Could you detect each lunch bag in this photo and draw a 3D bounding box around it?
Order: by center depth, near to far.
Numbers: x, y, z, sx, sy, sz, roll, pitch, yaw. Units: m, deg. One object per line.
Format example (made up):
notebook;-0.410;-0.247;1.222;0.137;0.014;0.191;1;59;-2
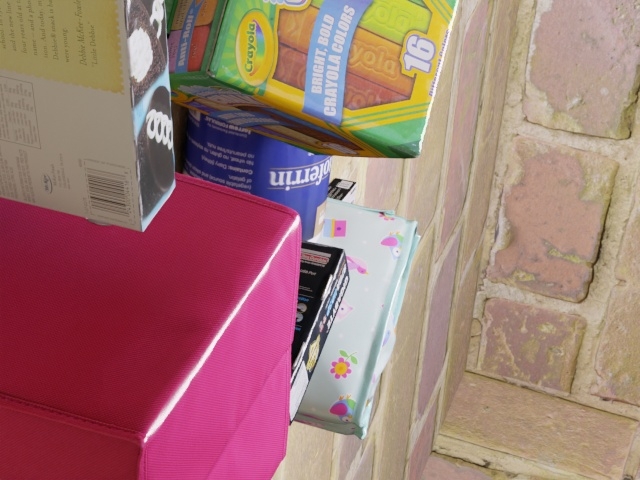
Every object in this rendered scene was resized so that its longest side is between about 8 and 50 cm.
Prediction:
lunch bag;-0.018;0.072;1.717;0.160;0.223;0.262;76;28;-74

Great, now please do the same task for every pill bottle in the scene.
pill bottle;-0.066;-0.069;1.536;0.153;0.153;0.264;-51;151;-61

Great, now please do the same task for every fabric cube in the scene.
fabric cube;-0.180;0.115;1.052;0.258;0.254;0.259;-57;157;-50

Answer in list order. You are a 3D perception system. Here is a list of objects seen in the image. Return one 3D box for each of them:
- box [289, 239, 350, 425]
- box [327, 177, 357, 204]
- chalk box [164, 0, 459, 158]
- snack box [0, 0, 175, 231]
box;-0.104;0.065;1.373;0.051;0.220;0.175;82;24;-51
box;0.000;0.000;2.113;0.207;0.036;0.114;-51;151;-61
chalk box;-0.052;-0.197;1.291;0.289;0.179;0.180;18;84;-33
snack box;-0.188;-0.161;0.885;0.060;0.187;0.322;-62;161;-46
